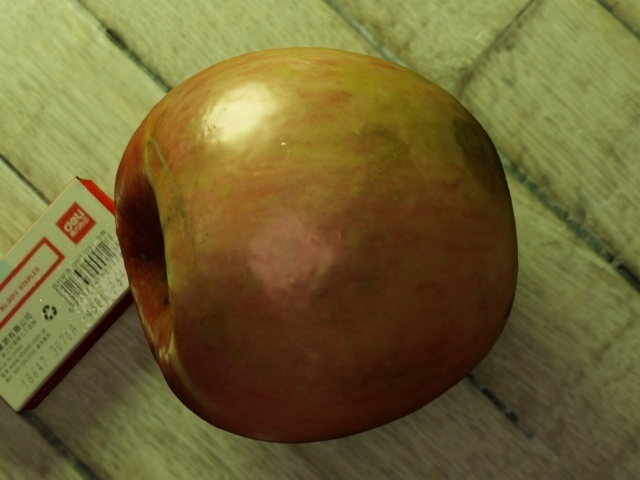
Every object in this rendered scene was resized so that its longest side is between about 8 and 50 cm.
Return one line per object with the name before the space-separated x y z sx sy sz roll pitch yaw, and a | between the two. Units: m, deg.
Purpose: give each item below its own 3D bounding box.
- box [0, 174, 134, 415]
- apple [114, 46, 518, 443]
box | -0.271 0.058 1.813 0.123 0.050 0.229 43 98 9
apple | 0.000 0.000 1.615 0.364 0.364 0.364 0 91 10
